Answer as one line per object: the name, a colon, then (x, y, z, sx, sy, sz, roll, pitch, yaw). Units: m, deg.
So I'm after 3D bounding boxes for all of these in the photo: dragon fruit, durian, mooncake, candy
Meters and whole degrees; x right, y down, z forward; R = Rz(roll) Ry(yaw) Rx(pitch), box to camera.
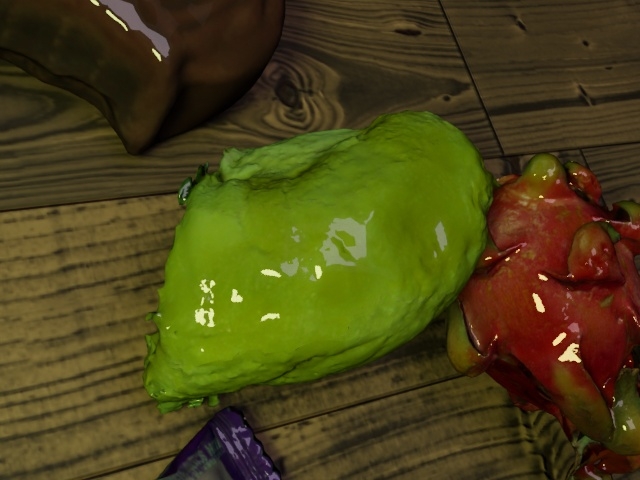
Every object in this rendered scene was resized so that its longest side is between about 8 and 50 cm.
dragon fruit: (0.246, 0.076, 0.879, 0.307, 0.227, 0.243, 43, 59, -7)
durian: (0.000, 0.000, 0.765, 0.340, 0.204, 0.256, -11, 52, 6)
mooncake: (-0.210, -0.252, 0.830, 0.334, 0.174, 0.326, -33, 87, -37)
candy: (-0.134, 0.253, 0.684, 0.275, 0.070, 0.145, -28, 88, -40)
